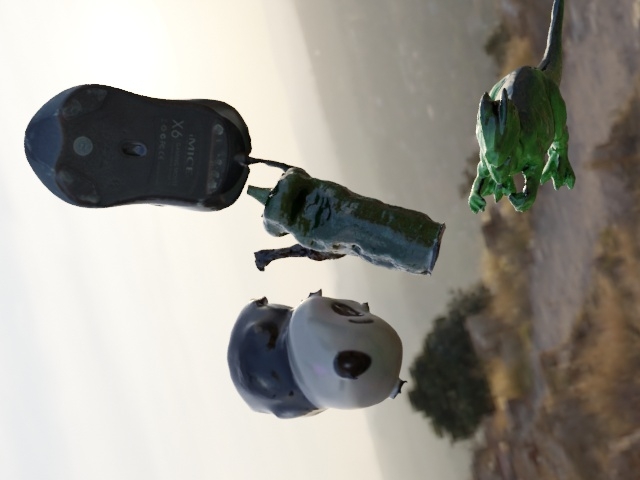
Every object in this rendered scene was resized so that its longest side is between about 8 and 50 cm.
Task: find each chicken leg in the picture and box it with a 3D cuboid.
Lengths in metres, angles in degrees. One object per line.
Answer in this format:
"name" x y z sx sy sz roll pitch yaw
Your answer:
"chicken leg" 0.000 0.000 2.121 0.106 0.253 0.051 24 -131 -47

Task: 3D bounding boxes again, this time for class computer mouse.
"computer mouse" -0.206 -0.116 1.689 0.090 0.379 0.167 -149 68 -75

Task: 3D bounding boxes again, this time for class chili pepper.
"chili pepper" 0.030 -0.028 1.666 0.136 0.270 0.099 -58 -19 -66

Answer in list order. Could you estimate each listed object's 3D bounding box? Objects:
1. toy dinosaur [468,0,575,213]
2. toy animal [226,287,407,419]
"toy dinosaur" 0.290 -0.250 1.840 0.374 0.144 0.500 56 -141 -60
"toy animal" 0.003 0.220 2.336 0.251 0.310 0.251 2 -93 -49
